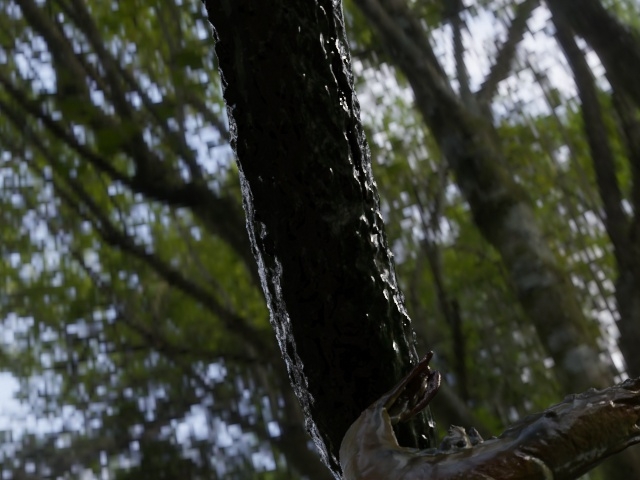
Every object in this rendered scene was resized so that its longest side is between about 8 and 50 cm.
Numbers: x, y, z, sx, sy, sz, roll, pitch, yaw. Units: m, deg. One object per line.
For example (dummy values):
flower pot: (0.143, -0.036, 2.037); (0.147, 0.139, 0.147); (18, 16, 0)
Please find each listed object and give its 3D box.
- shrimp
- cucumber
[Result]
shrimp: (0.057, 0.051, 0.520); (0.114, 0.083, 0.023); (-21, -63, -14)
cucumber: (-0.001, -0.001, 0.705); (0.067, 0.067, 0.245); (-12, -83, -3)
